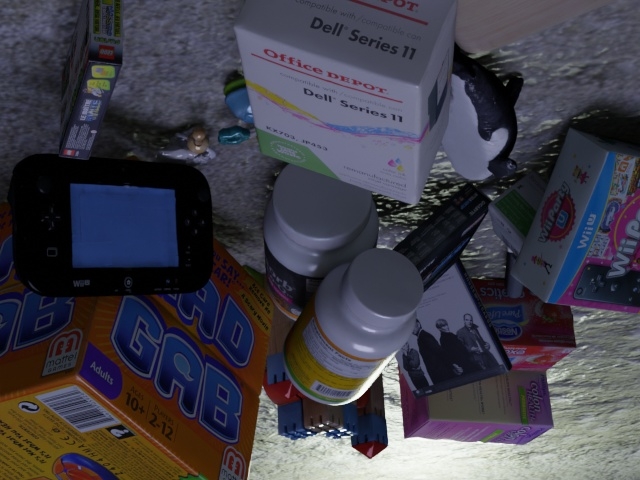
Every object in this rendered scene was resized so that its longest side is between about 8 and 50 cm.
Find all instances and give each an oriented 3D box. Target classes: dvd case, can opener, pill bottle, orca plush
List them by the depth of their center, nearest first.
[{"bbox_3d":[0.198,-0.179,1.565,0.151,0.102,0.287,34,165,36],"label":"orca plush"},{"bbox_3d":[0.046,0.111,1.690,0.136,0.136,0.246,5,149,-17],"label":"pill bottle"},{"bbox_3d":[0.000,0.000,1.787,0.162,0.162,0.278,-3,154,-2],"label":"pill bottle"},{"bbox_3d":[0.328,0.035,1.995,0.074,0.093,0.280,-5,159,2],"label":"can opener"},{"bbox_3d":[0.178,0.126,2.035,0.179,0.239,0.029,-21,-170,32],"label":"dvd case"}]

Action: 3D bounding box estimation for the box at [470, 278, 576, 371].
[{"bbox_3d":[0.290,0.145,2.172,0.257,0.123,0.128,4,155,-15],"label":"box"}]

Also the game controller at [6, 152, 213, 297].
[{"bbox_3d":[-0.246,-0.015,1.556,0.067,0.166,0.319,-15,170,37],"label":"game controller"}]

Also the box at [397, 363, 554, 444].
[{"bbox_3d":[0.270,0.242,2.269,0.243,0.213,0.117,5,153,-18],"label":"box"}]

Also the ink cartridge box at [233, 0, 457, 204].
[{"bbox_3d":[0.029,-0.187,1.351,0.207,0.119,0.353,19,159,12],"label":"ink cartridge box"}]

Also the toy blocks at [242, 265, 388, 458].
[{"bbox_3d":[-0.007,0.218,2.130,0.190,0.261,0.381,-18,151,29],"label":"toy blocks"}]

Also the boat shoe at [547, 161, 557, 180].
[{"bbox_3d":[0.415,-0.067,1.811,0.219,0.078,0.070,21,-174,-34],"label":"boat shoe"}]

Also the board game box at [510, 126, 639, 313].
[{"bbox_3d":[0.437,-0.014,1.743,0.303,0.097,0.224,8,111,-29],"label":"board game box"}]

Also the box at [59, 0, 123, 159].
[{"bbox_3d":[-0.256,-0.188,1.413,0.036,0.114,0.207,6,154,-19],"label":"box"}]

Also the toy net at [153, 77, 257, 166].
[{"bbox_3d":[-0.122,-0.141,1.620,0.232,0.045,0.122,-22,162,39],"label":"toy net"}]

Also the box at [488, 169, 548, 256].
[{"bbox_3d":[0.307,-0.023,1.816,0.087,0.101,0.102,-37,152,-5],"label":"box"}]

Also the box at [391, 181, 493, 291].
[{"bbox_3d":[0.141,0.033,1.835,0.220,0.051,0.175,-40,165,-31],"label":"box"}]

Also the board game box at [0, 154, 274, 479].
[{"bbox_3d":[-0.324,0.167,1.776,0.356,0.356,0.356,-17,135,27],"label":"board game box"}]

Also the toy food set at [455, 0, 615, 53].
[{"bbox_3d":[0.207,-0.320,1.248,0.306,0.092,0.220,-20,139,28],"label":"toy food set"}]
